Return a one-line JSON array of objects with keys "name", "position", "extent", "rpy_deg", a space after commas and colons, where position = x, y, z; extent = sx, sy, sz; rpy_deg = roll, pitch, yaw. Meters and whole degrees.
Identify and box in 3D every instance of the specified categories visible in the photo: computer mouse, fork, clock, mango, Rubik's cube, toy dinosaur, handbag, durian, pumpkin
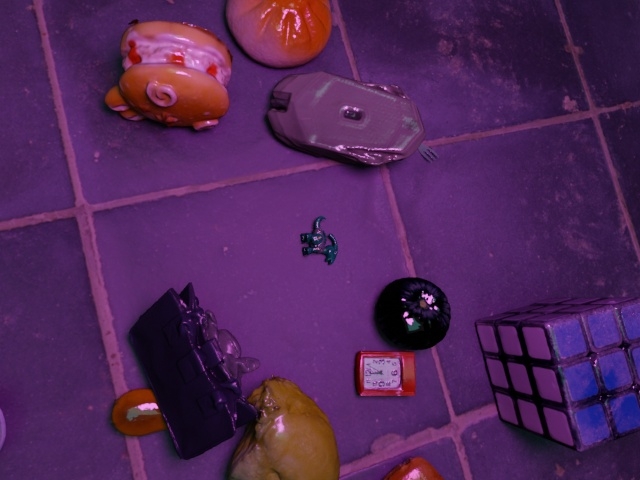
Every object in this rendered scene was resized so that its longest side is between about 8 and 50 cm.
[{"name": "computer mouse", "position": [0.070, -0.321, 1.188], "extent": [0.429, 0.145, 0.228], "rpy_deg": [14, 86, 2]}, {"name": "fork", "position": [0.270, -0.333, 1.295], "extent": [0.039, 0.021, 0.235], "rpy_deg": [-36, 89, -20]}, {"name": "clock", "position": [0.168, 0.349, 1.147], "extent": [0.155, 0.061, 0.113], "rpy_deg": [3, 81, -9]}, {"name": "mango", "position": [-0.394, 0.397, 1.002], "extent": [0.161, 0.076, 0.103], "rpy_deg": [8, 75, -15]}, {"name": "Rubik's cube", "position": [0.645, 0.320, 1.135], "extent": [0.305, 0.304, 0.301], "rpy_deg": [-10, 83, -16]}, {"name": "toy dinosaur", "position": [0.000, 0.000, 1.167], "extent": [0.096, 0.059, 0.132], "rpy_deg": [-2, 90, -22]}, {"name": "handbag", "position": [-0.267, 0.272, 0.936], "extent": [0.118, 0.269, 0.325], "rpy_deg": [-15, 71, -51]}, {"name": "durian", "position": [-0.079, 0.490, 1.008], "extent": [0.340, 0.204, 0.256], "rpy_deg": [42, 95, -11]}, {"name": "pumpkin", "position": [0.245, 0.192, 1.146], "extent": [0.202, 0.140, 0.202], "rpy_deg": [8, 58, -12]}]

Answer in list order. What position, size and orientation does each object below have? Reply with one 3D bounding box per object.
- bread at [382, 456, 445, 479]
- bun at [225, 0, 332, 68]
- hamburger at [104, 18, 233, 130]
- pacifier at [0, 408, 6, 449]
[{"name": "bread", "position": [0.207, 0.665, 1.075], "extent": [0.245, 0.121, 0.174], "rpy_deg": [-37, 92, -11]}, {"name": "bun", "position": [-0.107, -0.634, 1.181], "extent": [0.299, 0.165, 0.298], "rpy_deg": [2, 80, -14]}, {"name": "hamburger", "position": [-0.367, -0.377, 1.043], "extent": [0.303, 0.261, 0.186], "rpy_deg": [6, 84, 6]}, {"name": "pacifier", "position": [-0.793, 0.377, 0.841], "extent": [0.287, 0.226, 0.238], "rpy_deg": [35, 94, -5]}]
